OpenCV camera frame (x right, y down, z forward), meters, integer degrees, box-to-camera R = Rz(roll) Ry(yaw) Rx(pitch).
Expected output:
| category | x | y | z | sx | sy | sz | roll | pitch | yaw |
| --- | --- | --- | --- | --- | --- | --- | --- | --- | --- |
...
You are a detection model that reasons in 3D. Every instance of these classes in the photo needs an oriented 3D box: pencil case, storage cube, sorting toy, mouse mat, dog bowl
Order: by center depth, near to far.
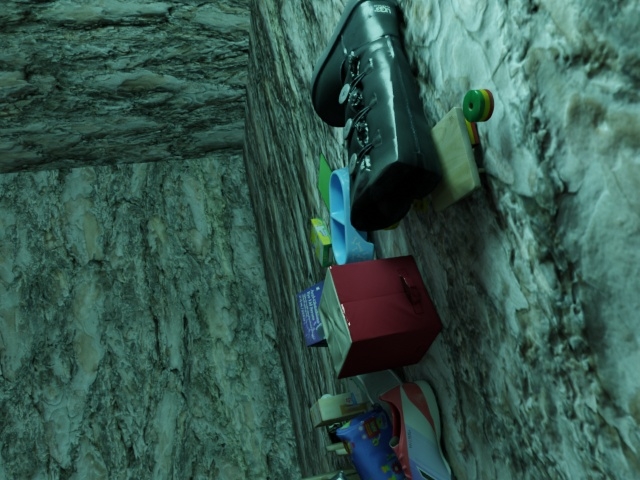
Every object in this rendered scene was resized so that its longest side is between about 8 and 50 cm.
| category | x | y | z | sx | sy | sz | roll | pitch | yaw |
| --- | --- | --- | --- | --- | --- | --- | --- | --- | --- |
| sorting toy | 0.219 | -0.126 | 0.802 | 0.274 | 0.046 | 0.132 | 134 | 127 | -71 |
| storage cube | 0.116 | 0.167 | 1.052 | 0.215 | 0.193 | 0.184 | 104 | 155 | -52 |
| pencil case | 0.157 | 0.522 | 1.079 | 0.306 | 0.133 | 0.119 | 60 | 141 | 14 |
| dog bowl | 0.079 | -0.058 | 1.321 | 0.166 | 0.074 | 0.297 | -139 | 44 | -69 |
| mouse mat | 0.022 | -0.185 | 1.613 | 0.190 | 0.007 | 0.153 | -112 | 20 | -47 |

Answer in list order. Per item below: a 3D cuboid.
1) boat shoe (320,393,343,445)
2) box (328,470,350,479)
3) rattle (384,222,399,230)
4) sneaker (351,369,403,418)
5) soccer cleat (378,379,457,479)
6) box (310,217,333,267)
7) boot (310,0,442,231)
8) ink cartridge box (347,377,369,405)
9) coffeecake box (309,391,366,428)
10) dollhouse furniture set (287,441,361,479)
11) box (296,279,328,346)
| category | x | y | z | sx | sy | sz | roll | pitch | yaw |
| --- | --- | --- | --- | --- | --- | --- | --- | --- | --- |
| boat shoe | 0.051 | 0.677 | 1.797 | 0.070 | 0.077 | 0.219 | -162 | 58 | -75 |
| box | 0.154 | 0.724 | 1.015 | 0.395 | 0.097 | 0.318 | 35 | 151 | 47 |
| rattle | 0.136 | -0.132 | 1.042 | 0.143 | 0.130 | 0.200 | 107 | 170 | -48 |
| sneaker | 0.157 | 0.371 | 1.258 | 0.256 | 0.094 | 0.151 | 40 | 173 | 43 |
| soccer cleat | 0.204 | 0.456 | 1.003 | 0.108 | 0.116 | 0.318 | 127 | 134 | -70 |
| box | 0.000 | 0.000 | 1.718 | 0.179 | 0.043 | 0.105 | -118 | 25 | -48 |
| boot | 0.088 | -0.215 | 0.984 | 0.367 | 0.146 | 0.445 | 111 | 154 | -60 |
| ink cartridge box | 0.114 | 0.381 | 1.424 | 0.104 | 0.060 | 0.180 | 114 | 146 | -65 |
| coffeecake box | 0.052 | 0.549 | 1.580 | 0.185 | 0.142 | 0.068 | 109 | 149 | -61 |
| dollhouse furniture set | 0.062 | 0.793 | 1.435 | 0.394 | 0.256 | 0.362 | 123 | 137 | -68 |
| box | 0.054 | 0.179 | 1.279 | 0.207 | 0.108 | 0.153 | -32 | 60 | 34 |
